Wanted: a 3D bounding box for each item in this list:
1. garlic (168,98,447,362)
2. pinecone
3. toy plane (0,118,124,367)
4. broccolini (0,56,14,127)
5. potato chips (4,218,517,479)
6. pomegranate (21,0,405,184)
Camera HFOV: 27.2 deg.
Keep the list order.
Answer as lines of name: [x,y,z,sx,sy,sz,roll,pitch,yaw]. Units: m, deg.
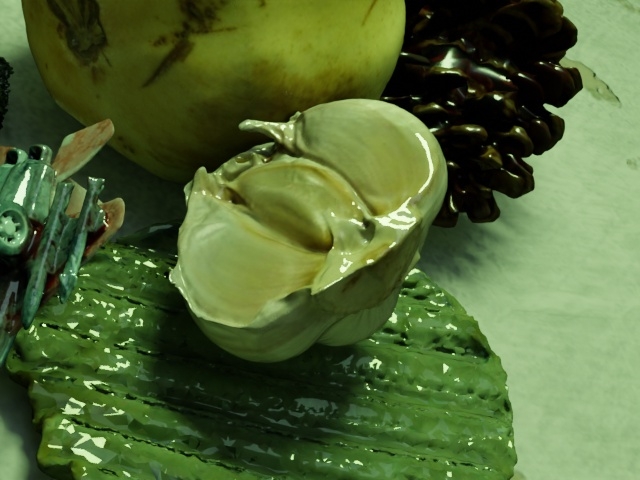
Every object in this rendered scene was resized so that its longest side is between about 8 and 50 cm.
garlic: [0.000,0.000,1.021,0.229,0.143,0.178,-45,52,-8]
pinecone: [0.130,-0.145,1.268,0.246,0.246,0.292,19,49,-13]
toy plane: [-0.246,0.055,0.913,0.104,0.223,0.326,51,46,-37]
broccolini: [-0.346,-0.120,1.092,0.201,0.058,0.074,-12,49,-39]
potato chips: [-0.029,0.124,1.026,0.429,0.070,0.358,14,41,-19]
pomegranate: [-0.089,-0.214,1.141,0.333,0.332,0.332,17,42,-16]
